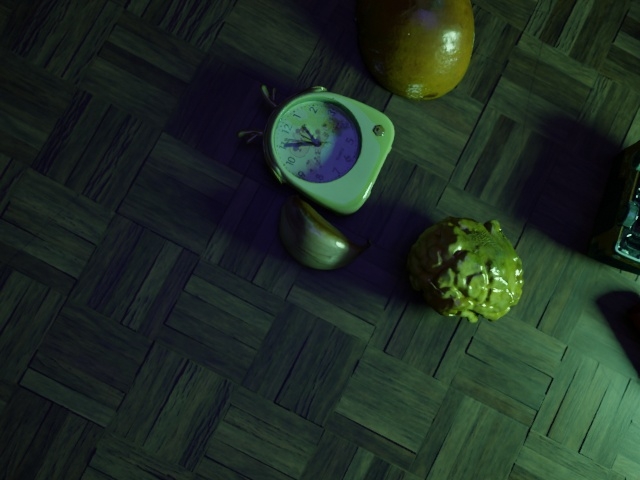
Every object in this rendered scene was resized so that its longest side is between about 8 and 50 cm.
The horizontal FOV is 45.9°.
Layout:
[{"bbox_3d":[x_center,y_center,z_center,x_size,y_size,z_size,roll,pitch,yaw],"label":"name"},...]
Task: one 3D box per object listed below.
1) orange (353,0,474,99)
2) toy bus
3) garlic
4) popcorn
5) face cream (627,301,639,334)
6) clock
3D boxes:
[{"bbox_3d":[0.214,-0.475,1.662,0.275,0.274,0.310,0,115,-6],"label":"orange"},{"bbox_3d":[0.692,-0.069,1.633,0.139,0.167,0.275,20,77,-4],"label":"toy bus"},{"bbox_3d":[-0.005,0.006,1.582,0.207,0.128,0.115,32,103,-8],"label":"garlic"},{"bbox_3d":[0.297,0.054,1.556,0.250,0.190,0.250,24,51,-33],"label":"popcorn"},{"bbox_3d":[0.765,0.230,1.642,0.096,0.096,0.214,-30,87,-9],"label":"face cream"},{"bbox_3d":[-0.014,-0.208,1.603,0.308,0.096,0.234,26,83,-3],"label":"clock"}]
